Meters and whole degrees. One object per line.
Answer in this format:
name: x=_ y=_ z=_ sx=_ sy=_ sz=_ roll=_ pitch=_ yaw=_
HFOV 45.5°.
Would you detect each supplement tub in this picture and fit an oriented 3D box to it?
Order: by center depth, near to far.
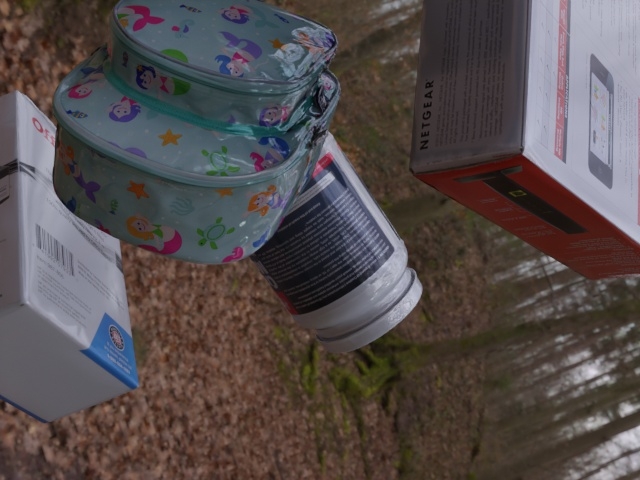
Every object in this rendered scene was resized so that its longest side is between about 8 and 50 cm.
supplement tub: x=0.000 y=0.000 z=1.058 sx=0.272 sy=0.191 sz=0.191 roll=55 pitch=-2 yaw=-13

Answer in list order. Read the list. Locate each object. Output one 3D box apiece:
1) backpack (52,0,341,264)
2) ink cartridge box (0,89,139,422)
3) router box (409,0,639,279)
backpack: x=-0.107 y=-0.108 z=0.670 sx=0.253 sy=0.225 sz=0.191 roll=-64 pitch=175 yaw=-45
ink cartridge box: x=-0.425 y=0.024 z=1.125 sx=0.285 sy=0.166 sz=0.395 roll=61 pitch=9 yaw=-53
router box: x=0.198 y=-0.163 z=0.611 sx=0.301 sy=0.082 sz=0.335 roll=24 pitch=67 yaw=-46
